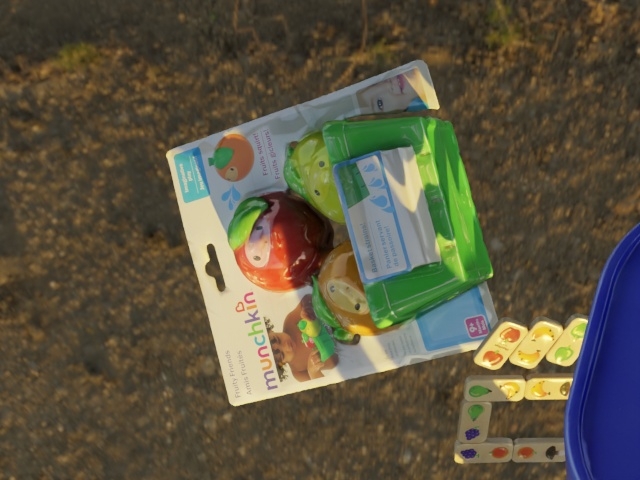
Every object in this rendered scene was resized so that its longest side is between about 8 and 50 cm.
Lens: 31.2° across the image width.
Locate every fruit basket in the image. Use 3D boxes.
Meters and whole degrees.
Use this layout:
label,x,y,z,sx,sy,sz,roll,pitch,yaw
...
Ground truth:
label,x,y,z,sx,sy,sz,roll,pitch,yaw
fruit basket,0.000,0.000,1.307,0.353,0.165,0.327,-15,86,19

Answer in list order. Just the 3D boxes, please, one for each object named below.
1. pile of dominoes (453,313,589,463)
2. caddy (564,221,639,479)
label,x,y,z,sx,sy,sz,roll,pitch,yaw
pile of dominoes,0.261,0.154,1.090,0.251,0.196,0.040,-1,38,-2
caddy,0.296,0.133,0.789,0.241,0.179,0.341,6,51,25
